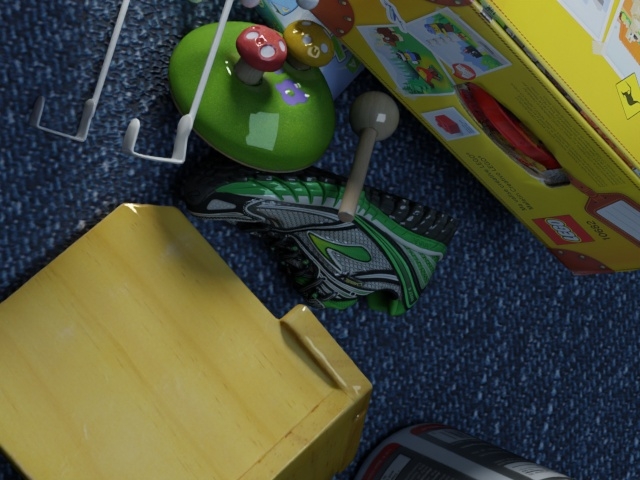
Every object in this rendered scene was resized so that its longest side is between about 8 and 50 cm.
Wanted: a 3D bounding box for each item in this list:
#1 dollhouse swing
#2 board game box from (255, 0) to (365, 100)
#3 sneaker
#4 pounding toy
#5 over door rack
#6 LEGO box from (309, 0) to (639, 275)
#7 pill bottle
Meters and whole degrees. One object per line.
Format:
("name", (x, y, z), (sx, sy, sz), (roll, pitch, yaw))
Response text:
("dollhouse swing", (-0.179, 0.192, 1.762), (0.347, 0.305, 0.315), (-42, 163, -22))
("board game box", (0.002, -0.277, 1.795), (0.160, 0.039, 0.211), (-48, 125, -18))
("sneaker", (0.000, 0.000, 1.801), (0.343, 0.134, 0.146), (18, 92, -37))
("pounding toy", (-0.024, -0.156, 1.683), (0.237, 0.110, 0.183), (31, 42, -8))
("over door rack", (-0.119, -0.214, 1.599), (0.108, 0.239, 0.324), (32, 81, -31))
("LEGO box", (0.257, -0.255, 1.819), (0.500, 0.193, 0.373), (42, 57, -33))
("pill bottle", (0.207, 0.346, 1.889), (0.210, 0.363, 0.210), (-9, 106, -34))
